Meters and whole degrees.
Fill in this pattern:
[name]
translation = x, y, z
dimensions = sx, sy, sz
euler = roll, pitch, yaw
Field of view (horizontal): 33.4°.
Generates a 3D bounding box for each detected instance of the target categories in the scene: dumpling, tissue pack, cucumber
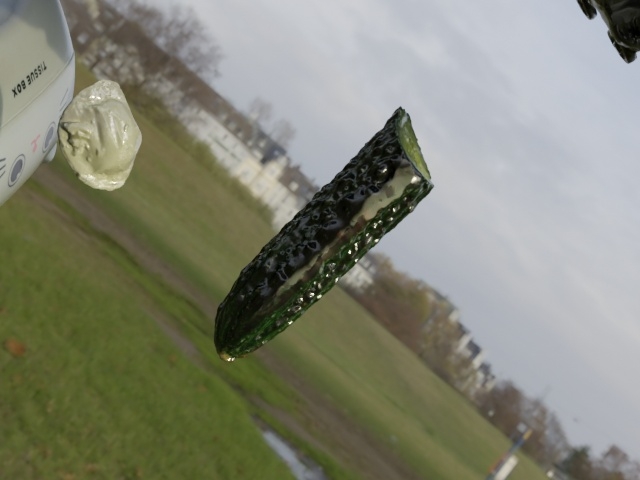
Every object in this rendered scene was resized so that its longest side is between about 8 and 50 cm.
[dumpling]
translation = -0.175, -0.083, 0.851
dimensions = 0.052, 0.076, 0.057
euler = 40, 39, 22
[tissue pack]
translation = -0.388, -0.139, 1.053
dimensions = 0.229, 0.236, 0.333
euler = 3, 31, 12
[cucumber]
translation = 0.000, 0.000, 0.938
dimensions = 0.077, 0.265, 0.077
euler = 46, 5, -6

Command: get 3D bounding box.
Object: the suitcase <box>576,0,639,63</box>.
[suitcase]
translation = 0.245, -0.343, 0.712
dimensions = 0.434, 0.283, 0.194
euler = 47, 13, -55
